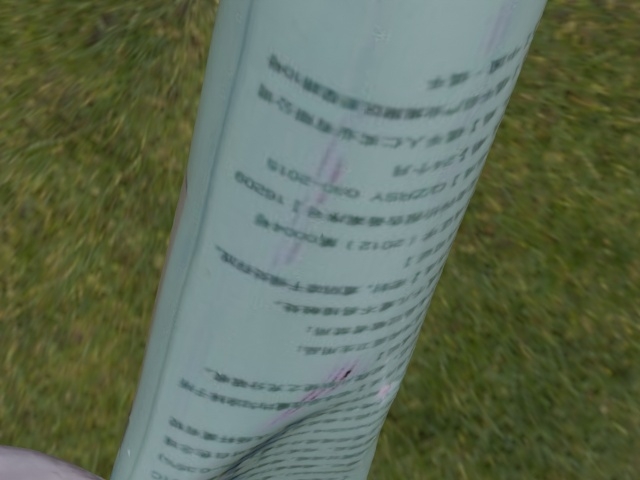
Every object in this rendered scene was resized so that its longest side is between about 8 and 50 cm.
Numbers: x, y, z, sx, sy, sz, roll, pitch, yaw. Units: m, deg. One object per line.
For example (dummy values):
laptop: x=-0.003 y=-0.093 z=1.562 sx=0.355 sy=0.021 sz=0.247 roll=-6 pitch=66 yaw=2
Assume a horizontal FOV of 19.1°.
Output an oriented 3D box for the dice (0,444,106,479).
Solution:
dice: x=-0.200 y=0.271 z=0.895 sx=0.270 sy=0.270 sz=0.271 roll=3 pitch=140 yaw=-25

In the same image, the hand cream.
hand cream: x=0.000 y=0.000 z=0.413 sx=0.085 sy=0.331 sz=0.058 roll=-17 pitch=59 yaw=-21
